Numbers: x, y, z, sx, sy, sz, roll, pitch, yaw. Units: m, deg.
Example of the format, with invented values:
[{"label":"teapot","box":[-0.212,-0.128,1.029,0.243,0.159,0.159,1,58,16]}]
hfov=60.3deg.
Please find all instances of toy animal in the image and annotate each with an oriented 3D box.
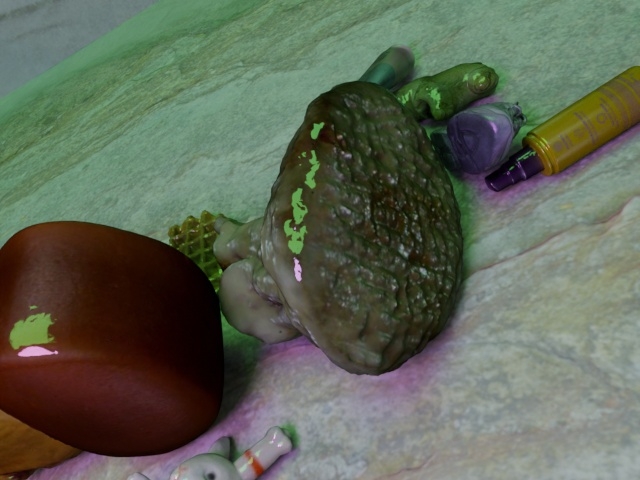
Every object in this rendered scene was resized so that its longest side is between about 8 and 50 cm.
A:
[{"label":"toy animal","box":[-0.167,0.335,0.700,0.141,0.138,0.282,8,57,42]}]

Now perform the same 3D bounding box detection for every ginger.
[{"label":"ginger","box":[0.185,-0.252,1.025,0.290,0.089,0.137,-14,48,21]}]

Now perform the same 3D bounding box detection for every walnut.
[{"label":"walnut","box":[-0.487,0.281,0.910,0.298,0.203,0.203,-18,46,25]}]

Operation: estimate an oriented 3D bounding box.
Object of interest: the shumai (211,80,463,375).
[{"label":"shumai","box":[0.000,0.000,0.789,0.323,0.324,0.397,-19,47,44]}]

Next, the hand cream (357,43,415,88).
[{"label":"hand cream","box":[0.102,-0.305,1.051,0.111,0.070,0.312,-26,15,36]}]

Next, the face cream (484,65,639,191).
[{"label":"face cream","box":[0.373,-0.156,0.830,0.273,0.078,0.078,-33,43,4]}]

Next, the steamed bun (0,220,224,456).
[{"label":"steamed bun","box":[-0.259,0.144,0.756,0.248,0.379,0.235,-13,51,8]}]

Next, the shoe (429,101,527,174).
[{"label":"shoe","box":[0.262,-0.171,0.847,0.138,0.095,0.245,-30,5,0]}]

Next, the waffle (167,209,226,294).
[{"label":"waffle","box":[-0.255,0.054,1.061,0.253,0.056,0.249,-47,44,-10]}]
